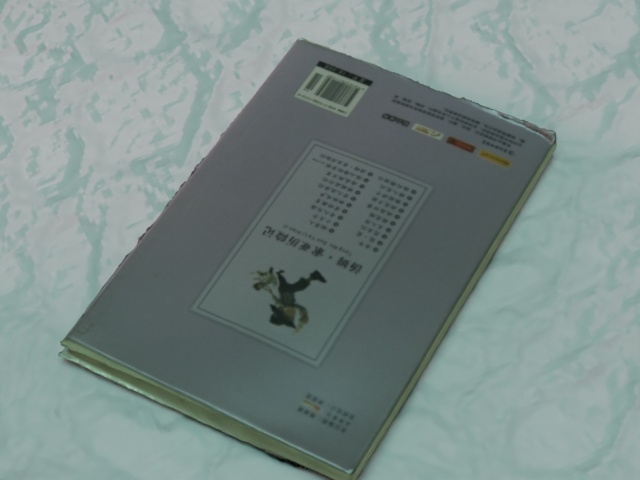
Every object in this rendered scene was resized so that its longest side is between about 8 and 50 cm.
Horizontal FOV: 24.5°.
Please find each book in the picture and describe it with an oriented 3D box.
[{"bbox_3d":[0.000,0.000,0.578,0.127,0.014,0.182,23,57,19],"label":"book"}]
